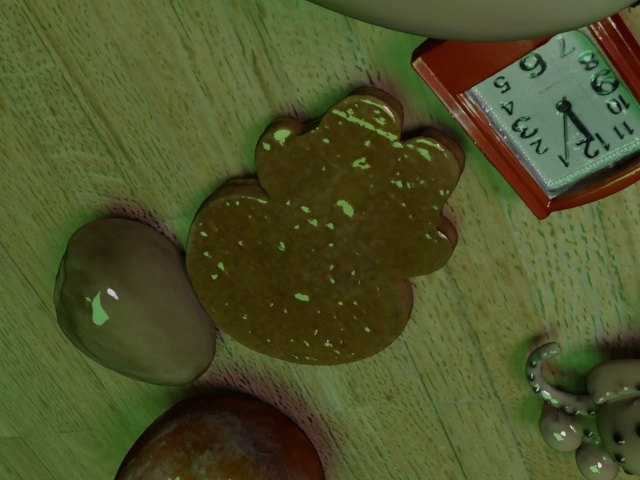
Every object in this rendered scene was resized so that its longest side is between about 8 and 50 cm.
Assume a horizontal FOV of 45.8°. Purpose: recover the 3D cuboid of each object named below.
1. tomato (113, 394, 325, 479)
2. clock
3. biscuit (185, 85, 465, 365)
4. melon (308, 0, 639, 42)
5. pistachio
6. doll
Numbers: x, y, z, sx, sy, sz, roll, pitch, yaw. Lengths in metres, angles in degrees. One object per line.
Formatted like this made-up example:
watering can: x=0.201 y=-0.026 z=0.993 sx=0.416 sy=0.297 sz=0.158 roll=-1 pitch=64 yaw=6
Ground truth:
tomato: x=-0.086 y=0.238 z=0.742 sx=0.214 sy=0.181 sz=0.155 roll=26 pitch=124 yaw=-5
clock: x=0.150 y=-0.096 z=0.483 sx=0.113 sy=0.061 sz=0.155 roll=-29 pitch=114 yaw=34
biscuit: x=0.000 y=-0.001 z=0.617 sx=0.202 sy=0.044 sz=0.289 roll=29 pitch=128 yaw=-3
melon: x=0.031 y=-0.215 z=0.331 sx=0.316 sy=0.223 sz=0.223 roll=26 pitch=129 yaw=0
pistachio: x=-0.168 y=0.062 z=0.692 sx=0.108 sy=0.126 sz=0.185 roll=29 pitch=154 yaw=59
doll: x=0.286 y=0.112 z=0.558 sx=0.154 sy=0.119 sz=0.278 roll=47 pitch=136 yaw=-15
